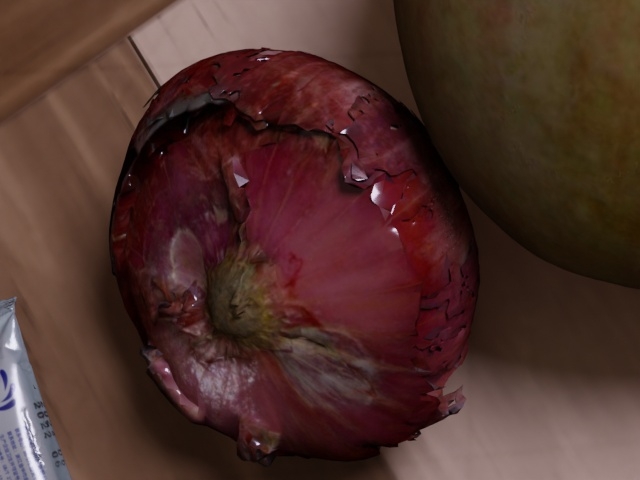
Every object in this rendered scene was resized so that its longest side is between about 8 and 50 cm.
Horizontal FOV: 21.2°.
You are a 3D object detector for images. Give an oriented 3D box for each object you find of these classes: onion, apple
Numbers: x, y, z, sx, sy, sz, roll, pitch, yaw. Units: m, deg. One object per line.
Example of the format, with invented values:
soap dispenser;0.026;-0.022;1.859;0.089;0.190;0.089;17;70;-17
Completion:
onion;0.000;0.000;0.732;0.184;0.147;0.184;25;129;34
apple;0.149;-0.104;0.648;0.257;0.257;0.234;21;117;16

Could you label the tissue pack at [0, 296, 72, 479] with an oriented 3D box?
tissue pack;-0.169;0.132;0.806;0.123;0.026;0.193;-24;78;10
